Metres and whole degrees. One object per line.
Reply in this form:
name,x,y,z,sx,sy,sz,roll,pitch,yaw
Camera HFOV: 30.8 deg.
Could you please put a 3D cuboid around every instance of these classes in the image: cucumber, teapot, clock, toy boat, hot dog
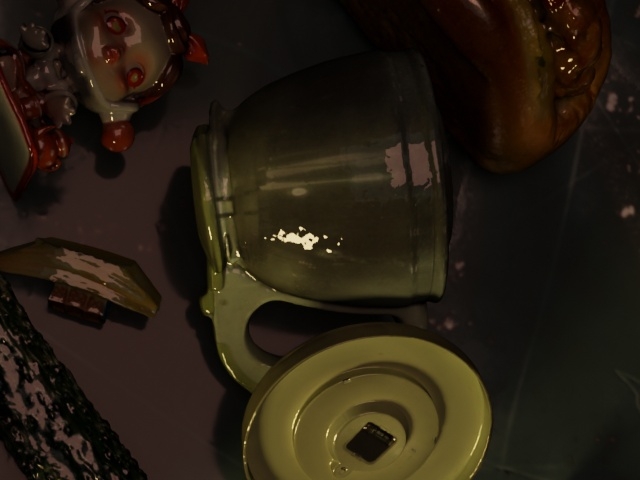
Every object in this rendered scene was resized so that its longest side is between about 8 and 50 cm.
cucumber,-0.250,0.150,1.025,0.096,0.096,0.359,-37,93,-18
teapot,-0.002,-0.018,1.104,0.239,0.322,0.240,-6,40,-1
clock,0.044,0.180,1.067,0.234,0.029,0.235,-4,119,-8
toy boat,-0.232,0.037,1.081,0.172,0.065,0.066,17,98,-6
hot dog,0.139,-0.268,1.155,0.185,0.223,0.405,-39,90,-15

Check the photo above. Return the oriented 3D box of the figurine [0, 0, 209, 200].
figurine,-0.210,-0.170,1.091,0.226,0.160,0.184,-23,86,-26
